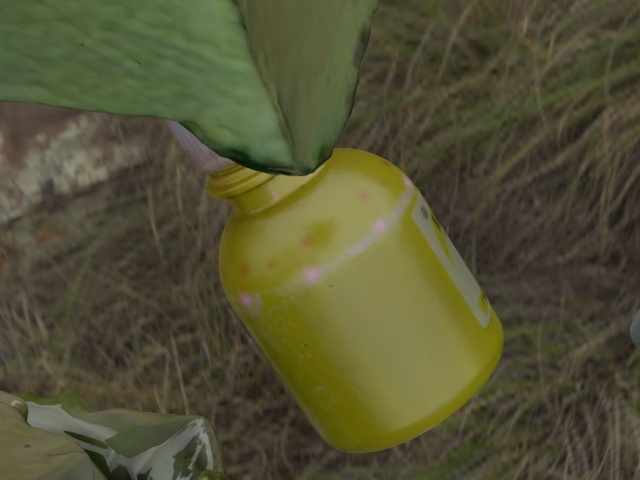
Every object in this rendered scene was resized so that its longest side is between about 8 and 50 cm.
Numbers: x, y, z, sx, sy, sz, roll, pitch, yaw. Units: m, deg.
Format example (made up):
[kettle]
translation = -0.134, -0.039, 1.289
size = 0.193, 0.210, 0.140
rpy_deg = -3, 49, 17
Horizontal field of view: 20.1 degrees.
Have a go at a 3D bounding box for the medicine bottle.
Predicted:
[medicine bottle]
translation = 0.000, 0.000, 0.978
size = 0.122, 0.122, 0.212
rpy_deg = -37, 108, -14

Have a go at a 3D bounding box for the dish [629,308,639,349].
[dish]
translation = 0.312, 0.086, 1.077
size = 0.243, 0.182, 0.080
rpy_deg = 38, 38, 8

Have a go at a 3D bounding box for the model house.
[model house]
translation = -0.079, -0.152, 0.642
size = 0.189, 0.195, 0.214
rpy_deg = 6, 60, 15

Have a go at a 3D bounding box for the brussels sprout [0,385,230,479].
[brussels sprout]
translation = -0.234, 0.270, 0.957
size = 0.425, 0.342, 0.361
rpy_deg = 0, 104, -29
